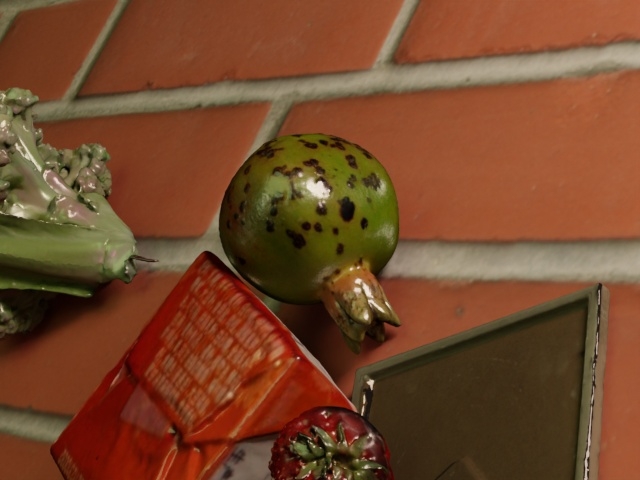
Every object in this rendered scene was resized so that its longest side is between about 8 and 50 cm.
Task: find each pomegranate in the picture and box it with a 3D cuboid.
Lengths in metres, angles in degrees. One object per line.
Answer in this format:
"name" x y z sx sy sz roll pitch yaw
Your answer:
"pomegranate" 0.000 0.000 1.567 0.159 0.159 0.205 -39 63 16

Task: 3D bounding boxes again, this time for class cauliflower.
"cauliflower" -0.292 -0.013 1.909 0.315 0.239 0.256 19 83 20

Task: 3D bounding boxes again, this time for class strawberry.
"strawberry" 0.005 0.180 1.386 0.106 0.106 0.106 -30 38 27

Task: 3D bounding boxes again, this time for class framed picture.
"framed picture" 0.101 0.202 1.351 0.247 0.022 0.335 -23 42 35

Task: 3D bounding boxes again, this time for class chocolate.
"chocolate" -0.099 0.159 1.536 0.235 0.108 0.237 -52 32 2
